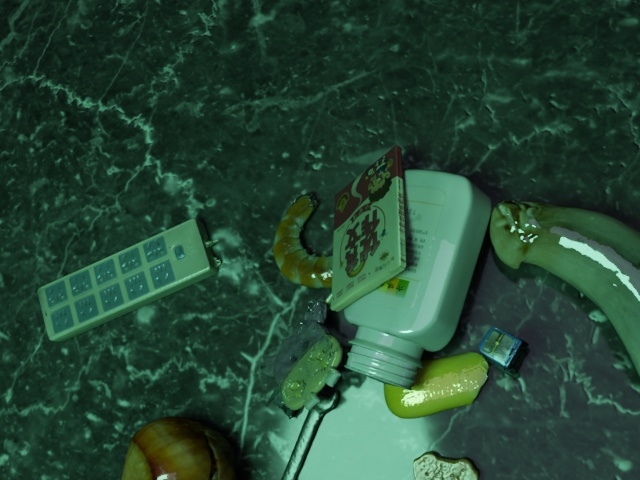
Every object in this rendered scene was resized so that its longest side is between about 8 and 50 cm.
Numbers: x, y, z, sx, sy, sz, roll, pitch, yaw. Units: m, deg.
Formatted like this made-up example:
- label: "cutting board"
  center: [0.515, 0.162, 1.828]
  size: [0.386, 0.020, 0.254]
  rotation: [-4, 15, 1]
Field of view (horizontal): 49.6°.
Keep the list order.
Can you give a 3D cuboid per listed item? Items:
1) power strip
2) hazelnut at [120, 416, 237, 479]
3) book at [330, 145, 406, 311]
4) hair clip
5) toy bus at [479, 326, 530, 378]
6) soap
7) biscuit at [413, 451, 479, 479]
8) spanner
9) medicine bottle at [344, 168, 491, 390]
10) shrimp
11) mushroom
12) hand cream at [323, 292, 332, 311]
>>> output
- label: "power strip"
  center: [-0.344, 0.070, 1.251]
  size: [0.367, 0.043, 0.106]
  rotation: [-24, 73, 9]
- label: "hazelnut"
  center: [-0.221, 0.372, 1.093]
  size: [0.182, 0.182, 0.182]
  rotation: [-3, 77, 14]
- label: "book"
  center: [0.072, -0.020, 1.082]
  size: [0.162, 0.022, 0.232]
  rotation: [-38, 37, 43]
- label: "hair clip"
  center: [-0.029, 0.205, 1.099]
  size: [0.187, 0.056, 0.146]
  rotation: [-60, 36, 18]
- label: "toy bus"
  center: [0.268, 0.164, 1.007]
  size: [0.061, 0.153, 0.051]
  rotation: [26, 85, 25]
- label: "soap"
  center: [0.180, 0.226, 1.078]
  size: [0.168, 0.033, 0.089]
  rotation: [-11, 74, 14]
- label: "biscuit"
  center: [0.180, 0.413, 1.039]
  size: [0.133, 0.027, 0.184]
  rotation: [-5, 78, 13]
- label: "spanner"
  center: [-0.036, 0.348, 1.118]
  size: [0.054, 0.015, 0.255]
  rotation: [21, 83, 18]
- label: "medicine bottle"
  center: [0.137, 0.059, 1.066]
  size: [0.179, 0.124, 0.324]
  rotation: [9, 74, 44]
- label: "shrimp"
  center: [0.000, 0.000, 1.178]
  size: [0.161, 0.049, 0.166]
  rotation: [5, 71, 18]
- label: "mushroom"
  center: [0.424, 0.064, 1.006]
  size: [0.177, 0.126, 0.397]
  rotation: [-45, 74, 10]
- label: "hand cream"
  center: [0.003, 0.119, 1.154]
  size: [0.022, 0.035, 0.102]
  rotation: [39, 94, 26]
